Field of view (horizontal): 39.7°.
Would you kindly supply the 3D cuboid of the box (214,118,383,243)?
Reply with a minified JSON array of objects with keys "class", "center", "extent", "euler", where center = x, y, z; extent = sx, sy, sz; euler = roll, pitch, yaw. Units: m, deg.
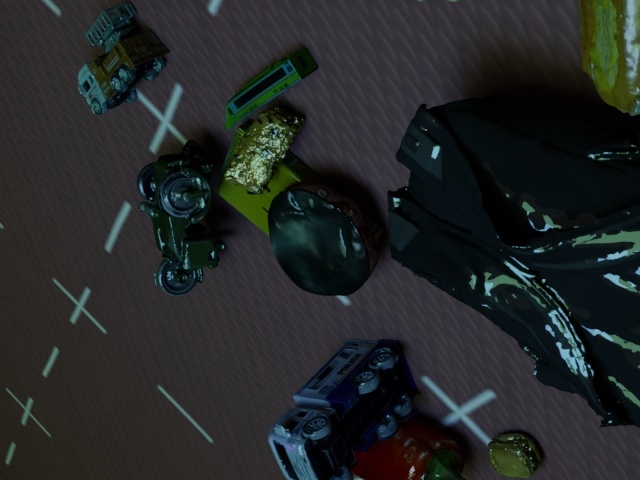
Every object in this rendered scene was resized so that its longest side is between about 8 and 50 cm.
[{"class":"box","center":[-0.041,-0.050,1.411],"extent":[0.279,0.041,0.153],"euler":[40,139,11]}]

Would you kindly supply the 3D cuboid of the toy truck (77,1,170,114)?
[{"class":"toy truck","center":[-0.340,-0.292,1.458],"extent":[0.178,0.080,0.115],"euler":[-32,92,48]}]

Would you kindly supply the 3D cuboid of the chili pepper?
[{"class":"chili pepper","center":[0.166,0.371,1.480],"extent":[0.338,0.134,0.131],"euler":[9,141,42]}]

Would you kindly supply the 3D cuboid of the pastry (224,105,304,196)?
[{"class":"pastry","center":[-0.086,-0.137,1.330],"extent":[0.080,0.056,0.140],"euler":[28,102,6]}]

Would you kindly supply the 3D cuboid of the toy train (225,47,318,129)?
[{"class":"toy train","center":[-0.089,-0.222,1.316],"extent":[0.209,0.044,0.042],"euler":[-23,104,48]}]

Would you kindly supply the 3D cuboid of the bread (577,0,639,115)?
[{"class":"bread","center":[0.316,-0.269,0.849],"extent":[0.119,0.152,0.288],"euler":[-8,123,2]}]

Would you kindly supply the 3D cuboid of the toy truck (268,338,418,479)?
[{"class":"toy truck","center":[0.028,0.279,1.433],"extent":[0.155,0.268,0.124],"euler":[0,119,44]}]

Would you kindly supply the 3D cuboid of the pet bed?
[{"class":"pet bed","center":[0.000,0.000,1.346],"extent":[0.201,0.053,0.201],"euler":[23,134,26]}]

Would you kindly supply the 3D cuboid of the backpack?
[{"class":"backpack","center":[0.280,0.005,1.020],"extent":[0.446,0.255,0.363],"euler":[26,129,28]}]

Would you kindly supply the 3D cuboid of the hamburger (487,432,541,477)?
[{"class":"hamburger","center":[0.307,0.339,1.404],"extent":[0.083,0.044,0.076],"euler":[-8,116,47]}]

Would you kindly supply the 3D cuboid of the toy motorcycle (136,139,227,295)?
[{"class":"toy motorcycle","center":[-0.222,-0.030,1.485],"extent":[0.205,0.127,0.275],"euler":[23,127,60]}]
